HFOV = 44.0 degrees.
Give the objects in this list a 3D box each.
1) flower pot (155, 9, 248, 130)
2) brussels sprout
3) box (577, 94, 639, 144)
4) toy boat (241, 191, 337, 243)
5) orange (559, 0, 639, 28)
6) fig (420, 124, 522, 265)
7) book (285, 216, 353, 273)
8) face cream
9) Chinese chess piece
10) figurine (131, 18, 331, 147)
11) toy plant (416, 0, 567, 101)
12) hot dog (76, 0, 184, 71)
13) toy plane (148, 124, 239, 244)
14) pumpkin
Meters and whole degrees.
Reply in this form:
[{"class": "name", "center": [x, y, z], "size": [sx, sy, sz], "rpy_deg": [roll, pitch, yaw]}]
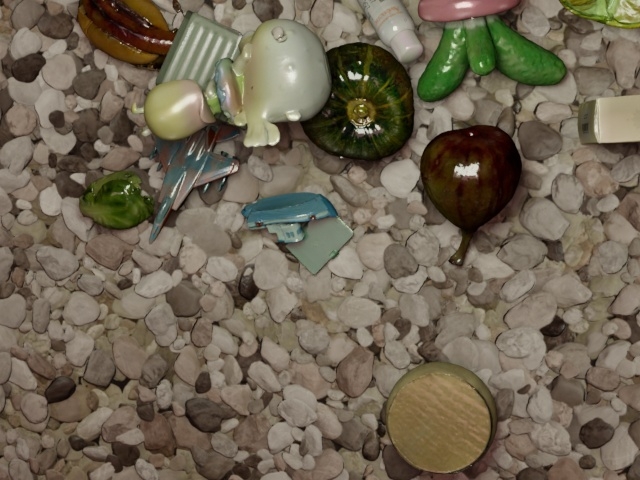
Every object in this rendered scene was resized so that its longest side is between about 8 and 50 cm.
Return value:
[{"class": "flower pot", "center": [-0.226, -0.371, 1.728], "size": [0.209, 0.239, 0.189], "rpy_deg": [33, 103, 35]}, {"class": "brussels sprout", "center": [-0.480, -0.085, 1.858], "size": [0.181, 0.100, 0.139], "rpy_deg": [-15, 113, 0]}, {"class": "box", "center": [0.621, -0.243, 1.598], "size": [0.168, 0.212, 0.095], "rpy_deg": [-1, 96, 9]}, {"class": "toy boat", "center": [-0.067, -0.049, 1.798], "size": [0.215, 0.088, 0.102], "rpy_deg": [-9, 116, 13]}, {"class": "orange", "center": [0.589, -0.531, 1.604], "size": [0.237, 0.158, 0.179], "rpy_deg": [15, 113, 7]}, {"class": "fig", "center": [0.310, -0.086, 1.705], "size": [0.217, 0.217, 0.320], "rpy_deg": [8, 126, 8]}, {"class": "book", "center": [0.000, 0.000, 1.822], "size": [0.103, 0.017, 0.135], "rpy_deg": [44, 100, 5]}, {"class": "face cream", "center": [0.135, -0.487, 1.674], "size": [0.082, 0.082, 0.269], "rpy_deg": [-31, 66, 11]}, {"class": "Chinese chess piece", "center": [0.269, 0.396, 1.773], "size": [0.250, 0.103, 0.249], "rpy_deg": [1, 95, 10]}, {"class": "figurine", "center": [-0.171, -0.269, 1.525], "size": [0.395, 0.226, 0.274], "rpy_deg": [-14, 52, 5]}, {"class": "toy plant", "center": [0.335, -0.471, 1.633], "size": [0.317, 0.210, 0.355], "rpy_deg": [-9, 106, 8]}, {"class": "hot dog", "center": [-0.426, -0.495, 1.800], "size": [0.326, 0.107, 0.194], "rpy_deg": [17, 97, 7]}, {"class": "toy plane", "center": [-0.316, -0.139, 1.813], "size": [0.223, 0.104, 0.326], "rpy_deg": [25, 95, 7]}, {"class": "pumpkin", "center": [0.082, -0.301, 1.703], "size": [0.261, 0.189, 0.260], "rpy_deg": [2, 120, 3]}]
